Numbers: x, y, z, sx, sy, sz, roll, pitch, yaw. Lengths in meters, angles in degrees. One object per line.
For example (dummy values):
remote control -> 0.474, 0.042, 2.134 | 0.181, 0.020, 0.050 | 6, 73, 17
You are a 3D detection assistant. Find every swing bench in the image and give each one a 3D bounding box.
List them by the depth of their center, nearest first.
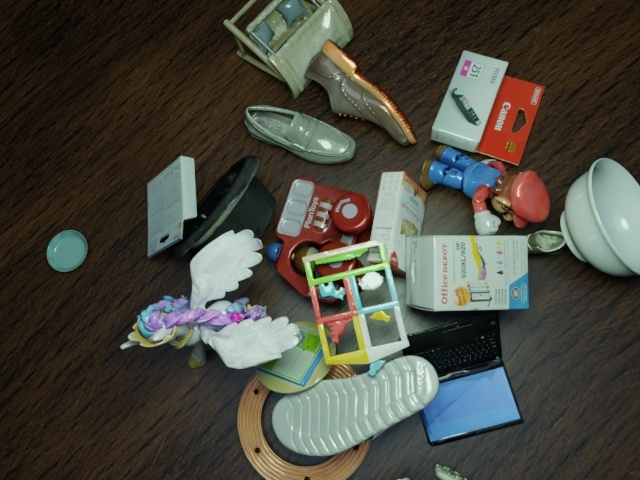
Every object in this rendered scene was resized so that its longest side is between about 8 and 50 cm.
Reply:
swing bench -> -0.083, -0.585, 1.594 | 0.255, 0.165, 0.253 | 40, 83, 14

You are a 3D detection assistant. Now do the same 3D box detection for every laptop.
laptop -> 0.330, 0.324, 1.317 | 0.234, 0.264, 0.136 | -16, 38, 2

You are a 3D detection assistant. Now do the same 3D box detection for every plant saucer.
plant saucer -> -0.705, 0.031, 1.587 | 0.119, 0.021, 0.119 | -2, 75, 7

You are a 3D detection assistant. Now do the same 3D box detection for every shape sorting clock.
shape sorting clock -> -0.061, 0.284, 1.385 | 0.206, 0.040, 0.206 | -9, 44, 9

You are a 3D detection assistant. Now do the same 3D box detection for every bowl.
bowl -> 0.669, -0.034, 1.340 | 0.298, 0.134, 0.298 | 17, 59, -31

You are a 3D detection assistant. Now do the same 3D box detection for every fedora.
fedora -> -0.227, -0.054, 1.454 | 0.152, 0.334, 0.334 | 38, 82, -19

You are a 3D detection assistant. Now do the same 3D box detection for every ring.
ring -> -0.038, 0.437, 1.392 | 0.337, 0.032, 0.336 | -2, 76, 6

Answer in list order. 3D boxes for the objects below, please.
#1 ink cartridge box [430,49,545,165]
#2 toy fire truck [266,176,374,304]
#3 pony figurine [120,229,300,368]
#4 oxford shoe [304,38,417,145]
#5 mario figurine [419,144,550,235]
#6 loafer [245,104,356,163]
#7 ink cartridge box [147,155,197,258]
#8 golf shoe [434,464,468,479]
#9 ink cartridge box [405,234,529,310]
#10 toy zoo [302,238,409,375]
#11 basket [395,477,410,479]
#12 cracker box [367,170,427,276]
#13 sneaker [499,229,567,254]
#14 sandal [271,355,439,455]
ink cartridge box -> 0.449, -0.354, 1.500 | 0.239, 0.060, 0.275 | 20, 70, 13
toy fire truck -> 0.000, 0.000, 1.435 | 0.254, 0.169, 0.302 | 14, 77, 19
pony figurine -> -0.238, 0.183, 1.310 | 0.351, 0.363, 0.303 | -25, 73, 0
oxford shoe -> 0.112, -0.373, 1.542 | 0.363, 0.130, 0.133 | 46, 108, 4
mario figurine -> 0.412, -0.114, 1.414 | 0.320, 0.170, 0.198 | 30, 96, 33
loafer -> -0.059, -0.291, 1.540 | 0.319, 0.111, 0.112 | 16, 78, 11
ink cartridge box -> -0.395, -0.080, 1.495 | 0.223, 0.045, 0.224 | -21, 67, 48
golf shoe -> 0.324, 0.589, 1.289 | 0.176, 0.069, 0.086 | 35, 88, 15
ink cartridge box -> 0.334, 0.074, 1.318 | 0.233, 0.168, 0.171 | 0, 88, -13
toy zoo -> 0.083, 0.158, 1.278 | 0.192, 0.030, 0.293 | -13, 82, 4
basket -> 0.123, 0.707, 1.153 | 0.331, 0.328, 0.266 | -32, 78, -2
cracker box -> 0.195, -0.037, 1.415 | 0.067, 0.156, 0.232 | 3, 75, 33
sneaker -> 0.516, 0.004, 1.403 | 0.192, 0.086, 0.064 | -3, 75, 7
sandal -> 0.084, 0.393, 1.314 | 0.416, 0.102, 0.169 | -21, 63, 17
